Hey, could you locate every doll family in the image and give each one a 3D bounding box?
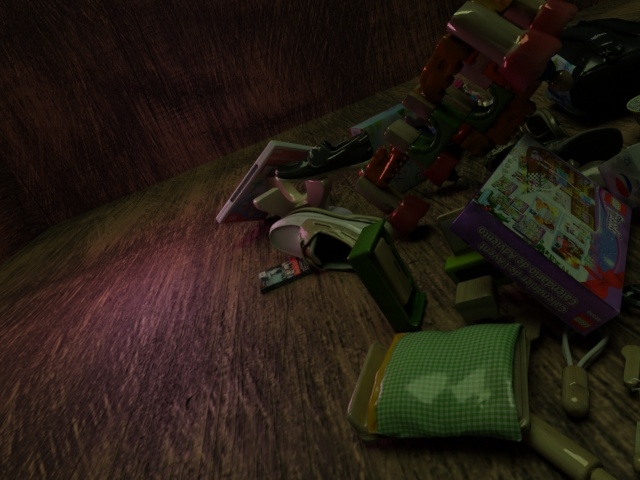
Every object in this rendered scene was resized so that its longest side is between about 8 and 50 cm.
[{"bbox_3d":[0.428,-0.336,1.246,0.118,0.163,0.263,-47,21,30],"label":"doll family"}]

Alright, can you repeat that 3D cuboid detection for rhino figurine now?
[{"bbox_3d":[0.465,-0.103,0.817,0.243,0.073,0.106,-11,22,28],"label":"rhino figurine"}]

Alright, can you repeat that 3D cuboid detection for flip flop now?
[{"bbox_3d":[0.531,-0.277,1.117,0.080,0.112,0.277,-45,22,13],"label":"flip flop"}]

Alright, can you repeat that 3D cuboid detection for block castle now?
[{"bbox_3d":[0.282,-0.235,0.868,0.303,0.212,0.453,-49,-8,-41],"label":"block castle"}]

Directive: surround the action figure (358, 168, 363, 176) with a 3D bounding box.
[{"bbox_3d":[0.171,-0.316,1.411,0.280,0.139,0.091,-58,2,-23],"label":"action figure"}]

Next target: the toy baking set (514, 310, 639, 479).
[{"bbox_3d":[0.283,0.158,0.468,0.196,0.030,0.256,-28,23,-21],"label":"toy baking set"}]

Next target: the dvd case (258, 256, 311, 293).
[{"bbox_3d":[-0.082,0.073,0.996,0.119,0.013,0.087,-22,23,-3],"label":"dvd case"}]

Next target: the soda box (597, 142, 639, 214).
[{"bbox_3d":[0.602,-0.135,0.685,0.286,0.098,0.091,-21,-11,2],"label":"soda box"}]

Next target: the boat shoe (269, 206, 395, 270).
[{"bbox_3d":[0.000,0.000,0.949,0.302,0.113,0.103,0,30,35],"label":"boat shoe"}]

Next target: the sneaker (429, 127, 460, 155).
[{"bbox_3d":[0.377,-0.289,1.309,0.081,0.091,0.232,-7,6,35],"label":"sneaker"}]

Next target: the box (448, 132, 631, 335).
[{"bbox_3d":[0.318,-0.031,0.617,0.293,0.201,0.057,-38,-16,-45],"label":"box"}]

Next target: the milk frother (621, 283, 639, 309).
[{"bbox_3d":[0.406,0.031,0.492,0.129,0.135,0.143,2,15,-27],"label":"milk frother"}]

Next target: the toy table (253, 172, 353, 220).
[{"bbox_3d":[-0.041,-0.091,1.134,0.274,0.161,0.252,3,33,43],"label":"toy table"}]

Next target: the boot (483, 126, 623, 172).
[{"bbox_3d":[0.493,-0.191,0.969,0.236,0.085,0.179,-22,21,2],"label":"boot"}]

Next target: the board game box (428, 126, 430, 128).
[{"bbox_3d":[0.369,-0.359,1.428,0.281,0.027,0.145,-28,1,0],"label":"board game box"}]

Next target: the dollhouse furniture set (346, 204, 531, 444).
[{"bbox_3d":[0.134,0.083,0.562,0.197,0.151,0.301,-21,20,31],"label":"dollhouse furniture set"}]

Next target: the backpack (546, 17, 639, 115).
[{"bbox_3d":[0.742,-0.474,1.198,0.290,0.273,0.356,-21,44,9],"label":"backpack"}]

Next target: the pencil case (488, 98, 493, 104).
[{"bbox_3d":[0.567,-0.412,1.397,0.086,0.088,0.206,39,52,14],"label":"pencil case"}]

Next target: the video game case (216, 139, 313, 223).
[{"bbox_3d":[-0.151,-0.158,1.258,0.285,0.025,0.204,-48,-18,26],"label":"video game case"}]

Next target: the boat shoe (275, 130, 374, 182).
[{"bbox_3d":[0.004,-0.189,1.013,0.232,0.079,0.084,-14,27,6],"label":"boat shoe"}]

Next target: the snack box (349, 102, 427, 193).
[{"bbox_3d":[0.188,-0.230,1.168,0.174,0.207,0.070,-30,24,-19],"label":"snack box"}]

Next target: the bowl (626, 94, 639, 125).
[{"bbox_3d":[0.728,-0.258,0.906,0.170,0.080,0.170,-18,24,8],"label":"bowl"}]
